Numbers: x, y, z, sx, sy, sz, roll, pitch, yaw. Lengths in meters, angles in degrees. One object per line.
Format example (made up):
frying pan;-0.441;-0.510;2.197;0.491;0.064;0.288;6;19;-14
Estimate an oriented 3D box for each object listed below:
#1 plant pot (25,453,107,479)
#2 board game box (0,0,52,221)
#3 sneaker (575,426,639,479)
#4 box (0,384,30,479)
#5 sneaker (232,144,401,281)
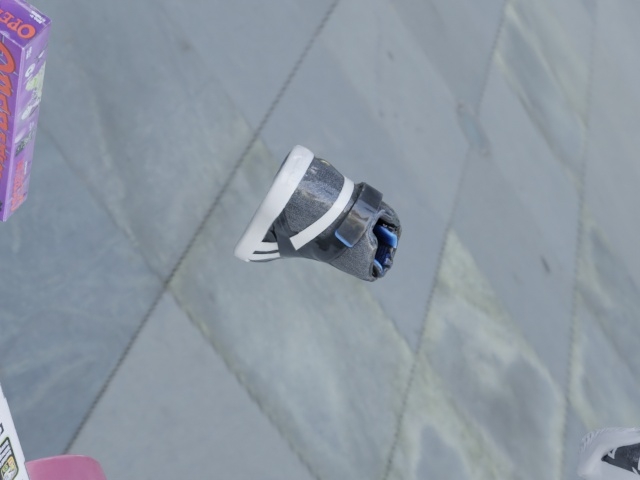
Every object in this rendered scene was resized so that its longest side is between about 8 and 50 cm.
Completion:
plant pot;-0.274;0.332;1.253;0.201;0.201;0.180;14;44;-59
board game box;-0.370;-0.166;1.280;0.208;0.347;0.056;33;60;1
sneaker;0.306;0.259;0.900;0.137;0.366;0.210;12;91;-37
box;-0.192;0.145;0.546;0.207;0.036;0.114;-62;151;-52
sneaker;0.000;0.000;1.098;0.121;0.079;0.217;31;-15;-3
